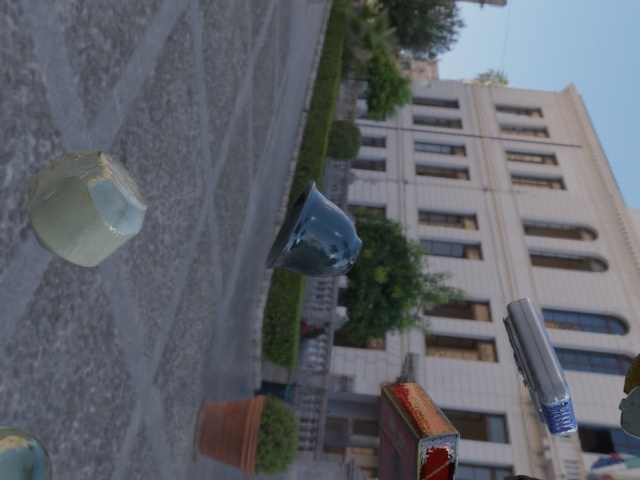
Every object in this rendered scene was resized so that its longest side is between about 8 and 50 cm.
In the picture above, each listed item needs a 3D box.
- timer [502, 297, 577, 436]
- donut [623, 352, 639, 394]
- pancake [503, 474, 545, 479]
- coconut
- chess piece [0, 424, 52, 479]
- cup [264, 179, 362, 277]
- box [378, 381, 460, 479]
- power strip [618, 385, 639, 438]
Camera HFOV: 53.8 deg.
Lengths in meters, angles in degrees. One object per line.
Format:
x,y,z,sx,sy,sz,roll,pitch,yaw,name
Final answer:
0.448,0.261,1.308,0.254,0.078,0.178,-96,164,-50,timer
0.700,0.308,1.274,0.162,0.065,0.179,121,-27,-45,donut
0.321,0.585,1.090,0.382,0.071,0.382,-39,-158,20,pancake
-0.534,-0.068,1.418,0.245,0.247,0.245,56,6,-9,coconut
-0.503,0.300,0.781,0.182,0.329,0.183,-7,90,-85,chess piece
0.000,0.000,1.255,0.199,0.149,0.199,-60,-171,16,cup
0.143,0.360,0.967,0.153,0.074,0.240,-123,-148,-69,box
0.567,0.293,0.951,0.080,0.226,0.029,-65,159,-10,power strip
